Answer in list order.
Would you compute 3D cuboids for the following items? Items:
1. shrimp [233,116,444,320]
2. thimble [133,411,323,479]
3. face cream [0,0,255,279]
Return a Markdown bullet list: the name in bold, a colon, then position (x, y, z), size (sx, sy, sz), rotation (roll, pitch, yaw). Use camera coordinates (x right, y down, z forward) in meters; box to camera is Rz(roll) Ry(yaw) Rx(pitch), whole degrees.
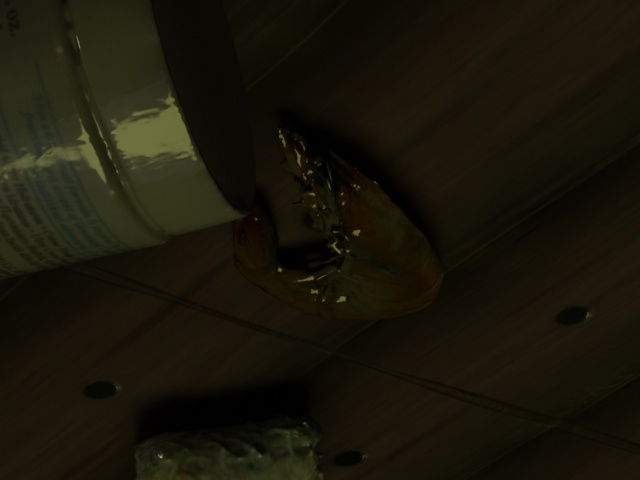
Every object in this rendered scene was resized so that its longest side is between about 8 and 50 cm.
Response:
- **shrimp**: position (0.001, -0.004, 1.062), size (0.133, 0.053, 0.236), rotation (1, 154, 21)
- **thimble**: position (-0.067, 0.211, 1.269), size (0.143, 0.137, 0.190), rotation (-5, 135, -7)
- **face cream**: position (-0.128, -0.077, 0.790), size (0.153, 0.177, 0.177), rotation (-13, 146, 8)
